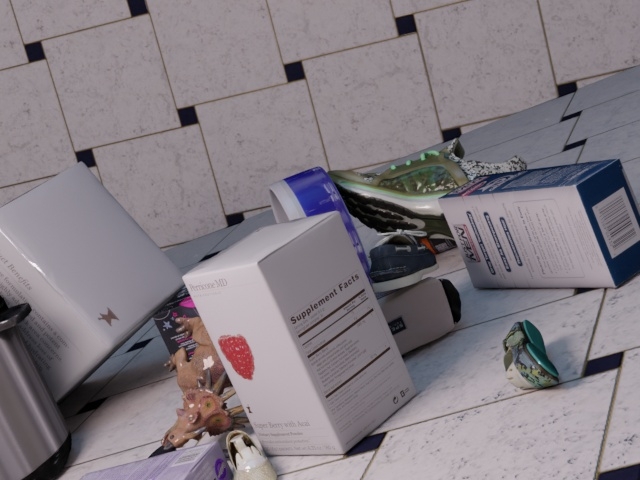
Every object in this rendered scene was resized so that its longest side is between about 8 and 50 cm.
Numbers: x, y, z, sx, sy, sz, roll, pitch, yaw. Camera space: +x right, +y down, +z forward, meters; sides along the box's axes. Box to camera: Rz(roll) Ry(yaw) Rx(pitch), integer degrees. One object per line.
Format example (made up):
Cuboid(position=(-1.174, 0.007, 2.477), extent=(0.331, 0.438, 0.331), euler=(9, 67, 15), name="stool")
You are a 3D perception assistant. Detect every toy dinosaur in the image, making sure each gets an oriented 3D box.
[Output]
Cuboid(position=(-0.153, 0.186, 2.086), extent=(0.127, 0.296, 0.200), euler=(19, -6, -19), name="toy dinosaur")

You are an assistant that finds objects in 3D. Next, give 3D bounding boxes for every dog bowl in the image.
Cuboid(position=(0.000, 0.000, 2.516), extent=(0.104, 0.265, 0.265), euler=(-23, 11, -7), name="dog bowl")

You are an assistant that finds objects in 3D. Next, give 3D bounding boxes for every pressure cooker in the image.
Cuboid(position=(-0.663, 0.258, 2.289), extent=(0.370, 0.420, 0.375), euler=(-30, 14, -32), name="pressure cooker")

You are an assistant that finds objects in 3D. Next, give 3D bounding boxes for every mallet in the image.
Cuboid(position=(-0.183, 0.325, 2.004), extent=(0.189, 0.039, 0.062), euler=(-10, 17, 36), name="mallet")

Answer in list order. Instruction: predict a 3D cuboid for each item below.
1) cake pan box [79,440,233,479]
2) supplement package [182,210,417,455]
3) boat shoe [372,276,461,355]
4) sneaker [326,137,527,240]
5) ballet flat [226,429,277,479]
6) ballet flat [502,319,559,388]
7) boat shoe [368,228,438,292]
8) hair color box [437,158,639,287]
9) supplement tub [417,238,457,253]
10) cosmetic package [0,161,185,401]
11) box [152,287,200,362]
Cuboid(position=(-0.276, 0.379, 1.860), extent=(0.245, 0.070, 0.267), euler=(-16, 14, 24), name="cake pan box")
Cuboid(position=(-0.028, 0.133, 1.903), extent=(0.177, 0.293, 0.175), euler=(-12, 16, 48), name="supplement package")
Cuboid(position=(0.047, 0.154, 2.138), extent=(0.340, 0.127, 0.158), euler=(-19, 4, -16), name="boat shoe")
Cuboid(position=(0.206, -0.104, 2.516), extent=(0.410, 0.158, 0.182), euler=(10, 63, 24), name="sneaker")
Cuboid(position=(-0.104, 0.304, 1.875), extent=(0.057, 0.052, 0.168), euler=(-25, 13, -12), name="ballet flat")
Cuboid(position=(0.272, 0.163, 1.787), extent=(0.070, 0.070, 0.188), euler=(-22, 10, 9), name="ballet flat")
Cuboid(position=(0.124, 0.023, 2.142), extent=(0.095, 0.079, 0.254), euler=(-11, 5, 20), name="boat shoe")
Cuboid(position=(0.350, -0.021, 2.140), extent=(0.105, 0.174, 0.347), euler=(-29, 13, -28), name="hair color box")
Cuboid(position=(0.237, -0.035, 2.602), extent=(0.198, 0.106, 0.106), euler=(-20, 12, 16), name="supplement tub")
Cuboid(position=(-0.539, 0.127, 2.596), extent=(0.393, 0.329, 0.327), euler=(-41, 1, 30), name="cosmetic package")
Cuboid(position=(-0.153, 0.139, 2.505), extent=(0.247, 0.142, 0.163), euler=(-19, 11, 18), name="box")
